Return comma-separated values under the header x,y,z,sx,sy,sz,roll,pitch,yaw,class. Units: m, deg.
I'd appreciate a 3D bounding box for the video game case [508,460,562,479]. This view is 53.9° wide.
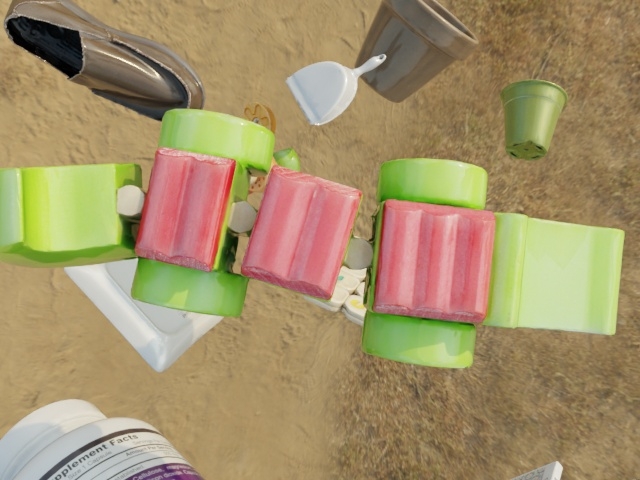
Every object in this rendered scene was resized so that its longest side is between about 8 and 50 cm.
x,y,z,sx,sy,sz,roll,pitch,yaw,class
0.291,0.411,0.966,0.157,0.143,0.019,-41,85,34,video game case

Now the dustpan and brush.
x,y,z,sx,sy,sz,roll,pitch,yaw,class
0.047,-0.351,1.373,0.211,0.060,0.147,-34,67,13,dustpan and brush

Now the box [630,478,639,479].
x,y,z,sx,sy,sz,roll,pitch,yaw,class
0.347,0.267,0.551,0.116,0.162,0.029,-18,106,24,box

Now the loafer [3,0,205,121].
x,y,z,sx,sy,sz,roll,pitch,yaw,class
-0.382,-0.300,1.098,0.366,0.130,0.134,25,126,-10,loafer

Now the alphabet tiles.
x,y,z,sx,sy,sz,roll,pitch,yaw,class
0.074,0.060,1.014,0.278,0.284,0.021,24,112,12,alphabet tiles

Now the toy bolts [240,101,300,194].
x,y,z,sx,sy,sz,roll,pitch,yaw,class
-0.198,-0.192,1.458,0.228,0.158,0.218,-25,84,42,toy bolts

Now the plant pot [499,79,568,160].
x,y,z,sx,sy,sz,roll,pitch,yaw,class
0.265,-0.147,0.795,0.083,0.083,0.079,11,72,5,plant pot

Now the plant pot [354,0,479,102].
x,y,z,sx,sy,sz,roll,pitch,yaw,class
0.201,-0.462,1.495,0.263,0.263,0.229,45,117,7,plant pot

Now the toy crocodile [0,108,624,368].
x,y,z,sx,sy,sz,roll,pitch,yaw,class
0.000,0.000,0.346,0.341,0.105,0.115,11,88,0,toy crocodile

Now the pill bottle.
x,y,z,sx,sy,sz,roll,pitch,yaw,class
-0.164,0.284,0.555,0.323,0.181,0.181,30,86,33,pill bottle

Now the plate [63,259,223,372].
x,y,z,sx,sy,sz,roll,pitch,yaw,class
-0.339,0.099,1.299,0.045,0.277,0.278,-41,91,27,plate
